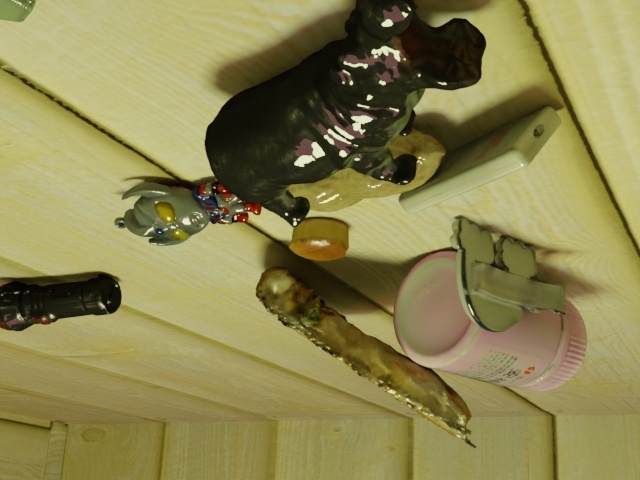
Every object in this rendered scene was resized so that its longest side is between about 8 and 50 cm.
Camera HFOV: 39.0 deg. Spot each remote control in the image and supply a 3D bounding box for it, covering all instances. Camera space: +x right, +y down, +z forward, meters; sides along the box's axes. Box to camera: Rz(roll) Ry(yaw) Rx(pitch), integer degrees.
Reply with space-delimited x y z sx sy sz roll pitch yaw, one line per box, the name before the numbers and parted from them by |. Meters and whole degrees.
remote control | 0.160 -0.079 0.946 0.029 0.087 0.190 52 143 -12

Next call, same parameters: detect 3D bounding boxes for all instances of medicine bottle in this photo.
medicine bottle | 0.268 0.133 1.409 0.178 0.178 0.291 -15 155 43

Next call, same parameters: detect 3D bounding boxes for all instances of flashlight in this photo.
flashlight | -0.460 0.109 1.582 0.232 0.092 0.093 -6 160 21

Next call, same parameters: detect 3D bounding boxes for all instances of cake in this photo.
cake | 0.000 0.000 1.261 0.084 0.044 0.084 4 161 1

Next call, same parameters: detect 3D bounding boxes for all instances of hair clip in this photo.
hair clip | 0.256 0.059 1.252 0.220 0.140 0.054 17 167 -38

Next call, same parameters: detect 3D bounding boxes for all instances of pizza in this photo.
pizza | 0.027 0.147 1.450 0.392 0.080 0.435 38 173 -34

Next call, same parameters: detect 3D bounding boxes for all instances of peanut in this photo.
peanut | 0.047 -0.077 0.974 0.187 0.082 0.082 -14 156 37

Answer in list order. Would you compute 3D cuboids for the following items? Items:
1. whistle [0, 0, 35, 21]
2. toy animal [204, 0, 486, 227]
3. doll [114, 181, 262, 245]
whistle | -0.324 -0.204 0.651 0.236 0.077 0.114 15 151 -37
toy animal | 0.028 -0.123 0.801 0.168 0.106 0.343 21 149 -26
doll | -0.172 -0.037 1.150 0.195 0.062 0.104 -9 160 13
